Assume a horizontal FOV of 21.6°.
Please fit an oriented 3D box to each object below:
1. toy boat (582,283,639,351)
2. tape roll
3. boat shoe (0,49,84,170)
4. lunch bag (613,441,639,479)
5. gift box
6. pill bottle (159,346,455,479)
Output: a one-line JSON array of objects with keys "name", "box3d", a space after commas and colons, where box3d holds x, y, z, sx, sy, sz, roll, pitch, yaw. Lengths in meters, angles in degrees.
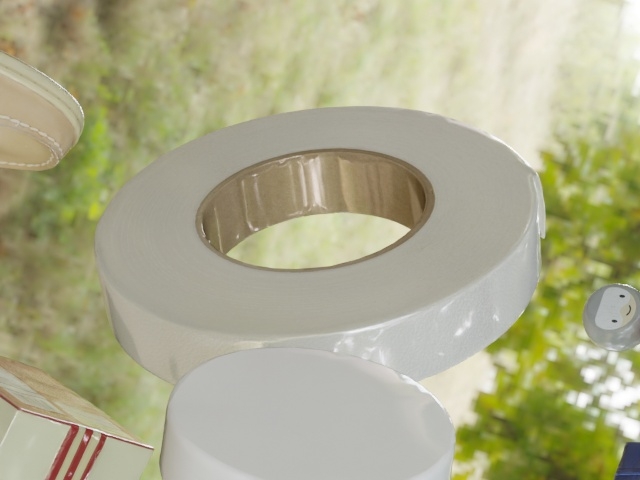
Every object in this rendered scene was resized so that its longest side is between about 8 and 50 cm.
[{"name": "toy boat", "box3d": [0.378, 0.042, 1.734, 0.318, 0.148, 0.267, -36, 129, -61]}, {"name": "tape roll", "box3d": [0.000, 0.000, 1.455, 0.392, 0.392, 0.072, -83, 167, -58]}, {"name": "boat shoe", "box3d": [-0.342, -0.092, 1.201, 0.121, 0.341, 0.110, 131, -32, -59]}, {"name": "lunch bag", "box3d": [0.377, 0.269, 1.890, 0.098, 0.067, 0.065, -13, -133, 53]}, {"name": "gift box", "box3d": [-0.361, 0.274, 1.780, 0.276, 0.255, 0.258, 29, -88, 44]}, {"name": "pill bottle", "box3d": [-0.030, 0.264, 1.049, 0.210, 0.210, 0.363, -88, -175, -66]}]
